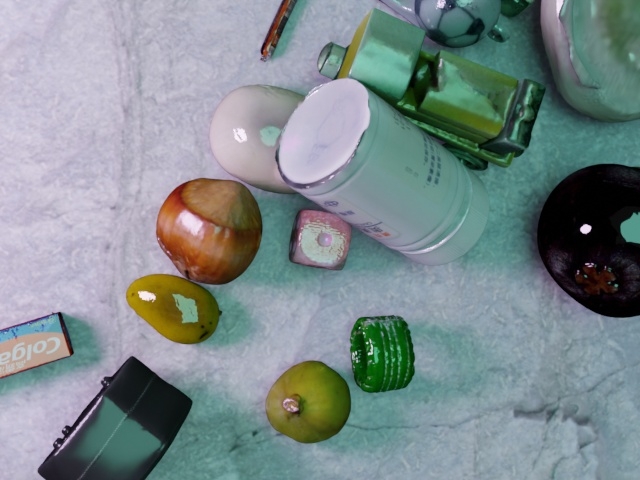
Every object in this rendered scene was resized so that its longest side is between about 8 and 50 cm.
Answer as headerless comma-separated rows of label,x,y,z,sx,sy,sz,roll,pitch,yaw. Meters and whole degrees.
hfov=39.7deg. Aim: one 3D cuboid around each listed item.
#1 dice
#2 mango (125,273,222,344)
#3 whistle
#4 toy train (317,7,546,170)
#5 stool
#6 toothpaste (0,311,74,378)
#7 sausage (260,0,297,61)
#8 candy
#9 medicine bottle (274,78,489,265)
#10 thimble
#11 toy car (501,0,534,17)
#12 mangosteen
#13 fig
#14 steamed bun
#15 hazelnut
dice,0.000,0.000,1.505,0.094,0.091,0.093,12,85,-11
mango,-0.244,0.109,1.464,0.161,0.076,0.103,25,90,-1
whistle,0.208,-0.428,1.531,0.289,0.163,0.163,32,82,-9
toy train,0.189,-0.239,1.472,0.397,0.253,0.160,22,85,-8
stool,-0.318,0.304,1.370,0.141,0.232,0.232,39,81,-7
toothpaste,-0.559,0.196,1.402,0.320,0.066,0.076,-18,91,-10
sausage,-0.060,-0.399,1.544,0.028,0.025,0.198,29,82,-41
candy,0.548,-0.423,1.572,0.386,0.186,0.427,10,98,-19
medicine bottle,0.109,-0.099,1.417,0.332,0.190,0.190,30,81,-40
thimble,0.103,0.189,1.507,0.090,0.118,0.130,-2,106,-15
toy car,0.296,-0.500,1.584,0.224,0.090,0.076,45,77,-6
mangosteen,0.526,-0.023,1.548,0.275,0.275,0.302,44,48,-6
fig,-0.021,0.271,1.481,0.153,0.121,0.136,-13,85,-34
steamed bun,-0.070,-0.170,1.479,0.228,0.131,0.177,23,83,-7
hazelnut,-0.175,-0.018,1.441,0.182,0.182,0.182,0,88,-11
